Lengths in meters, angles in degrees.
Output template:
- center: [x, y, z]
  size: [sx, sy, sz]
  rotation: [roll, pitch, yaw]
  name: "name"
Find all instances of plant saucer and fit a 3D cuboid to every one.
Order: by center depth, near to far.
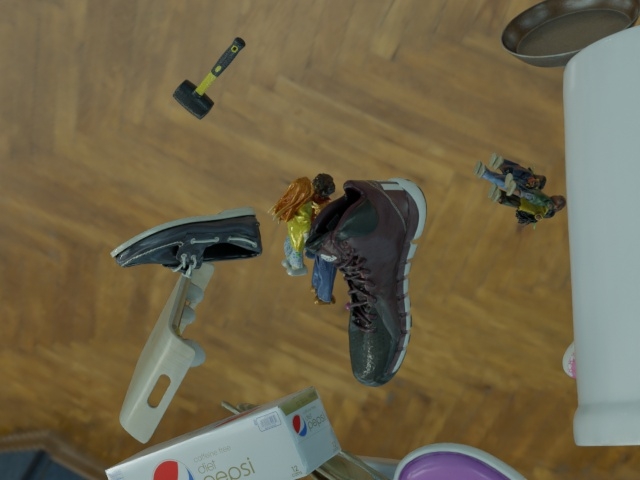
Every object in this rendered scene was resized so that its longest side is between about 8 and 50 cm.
- center: [0.299, -0.249, 1.473]
  size: [0.168, 0.168, 0.029]
  rotation: [-2, 124, 31]
  name: "plant saucer"

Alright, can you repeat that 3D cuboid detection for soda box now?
- center: [-0.093, 0.206, 1.163]
  size: [0.216, 0.074, 0.069]
  rotation: [-23, 88, 29]
  name: "soda box"

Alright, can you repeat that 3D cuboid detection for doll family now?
- center: [0.000, 0.000, 1.817]
  size: [0.263, 0.118, 0.163]
  rotation: [51, 143, 46]
  name: "doll family"
- center: [0.302, -0.075, 1.846]
  size: [0.111, 0.193, 0.076]
  rotation: [17, 117, -17]
  name: "doll family"

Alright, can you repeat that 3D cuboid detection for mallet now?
- center: [-0.156, -0.244, 1.878]
  size: [0.062, 0.039, 0.189]
  rotation: [46, 140, -13]
  name: "mallet"

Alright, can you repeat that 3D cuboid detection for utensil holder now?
- center: [0.401, 0.003, 1.218]
  size: [0.327, 0.385, 0.327]
  rotation: [-3, 170, 0]
  name: "utensil holder"

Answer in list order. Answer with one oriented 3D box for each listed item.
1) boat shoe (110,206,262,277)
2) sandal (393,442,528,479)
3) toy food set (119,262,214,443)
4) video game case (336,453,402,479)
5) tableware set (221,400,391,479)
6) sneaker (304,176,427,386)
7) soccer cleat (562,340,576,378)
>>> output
- center: [-0.154, 0.009, 1.500]
  size: [0.075, 0.206, 0.065]
  rotation: [-31, 78, 50]
  name: "boat shoe"
- center: [0.236, 0.421, 1.482]
  size: [0.169, 0.102, 0.416]
  rotation: [-32, 98, 15]
  name: "sandal"
- center: [-0.262, 0.195, 2.249]
  size: [0.092, 0.306, 0.220]
  rotation: [25, 115, -9]
  name: "toy food set"
- center: [0.051, 0.427, 1.596]
  size: [0.036, 0.300, 0.329]
  rotation: [15, 176, 29]
  name: "video game case"
- center: [-0.019, 0.240, 1.365]
  size: [0.194, 0.039, 0.128]
  rotation: [29, -174, 29]
  name: "tableware set"
- center: [0.039, 0.050, 1.619]
  size: [0.162, 0.281, 0.106]
  rotation: [6, -179, -41]
  name: "sneaker"
- center: [0.458, 0.111, 1.884]
  size: [0.143, 0.116, 0.331]
  rotation: [47, 146, -3]
  name: "soccer cleat"
